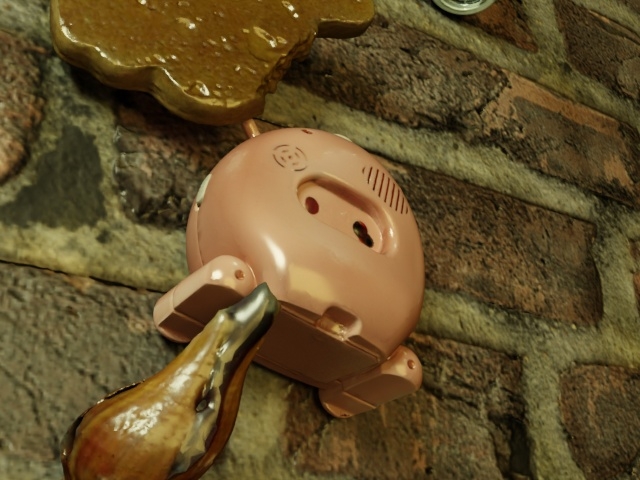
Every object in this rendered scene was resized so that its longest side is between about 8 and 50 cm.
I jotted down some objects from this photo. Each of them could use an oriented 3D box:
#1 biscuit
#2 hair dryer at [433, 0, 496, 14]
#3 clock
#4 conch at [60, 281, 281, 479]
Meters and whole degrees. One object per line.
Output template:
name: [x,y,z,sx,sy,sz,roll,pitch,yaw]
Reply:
biscuit: [-0.085,-0.198,0.772,0.320,0.047,0.183,-27,79,-32]
hair dryer: [0.082,-0.432,1.046,0.358,0.107,0.173,23,56,-16]
clock: [0.000,0.000,0.735,0.227,0.142,0.241,30,50,-22]
conch: [-0.110,0.133,0.580,0.233,0.080,0.086,-34,107,0]
